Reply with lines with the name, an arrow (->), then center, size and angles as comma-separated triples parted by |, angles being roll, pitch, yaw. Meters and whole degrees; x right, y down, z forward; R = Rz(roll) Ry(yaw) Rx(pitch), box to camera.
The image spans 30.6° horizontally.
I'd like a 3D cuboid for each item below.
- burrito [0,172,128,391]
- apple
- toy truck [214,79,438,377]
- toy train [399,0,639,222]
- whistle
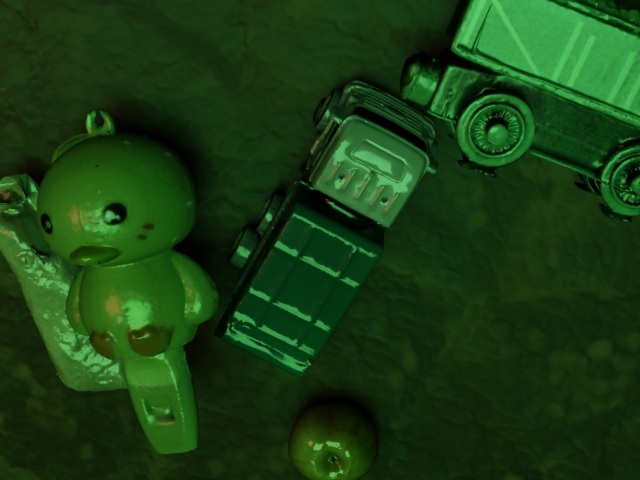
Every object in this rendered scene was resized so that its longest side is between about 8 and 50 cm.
burrito -> -0.235, 0.042, 1.045 | 0.087, 0.060, 0.226 | -20, 111, 13
apple -> 0.011, 0.190, 1.079 | 0.084, 0.071, 0.084 | 2, 114, 5
toy truck -> 0.000, 0.000, 0.973 | 0.114, 0.124, 0.253 | 27, 115, -9
toy train -> 0.200, -0.114, 0.910 | 0.269, 0.115, 0.154 | 21, 105, -3
whistle -> -0.159, 0.039, 0.967 | 0.141, 0.141, 0.294 | -8, 89, 9
